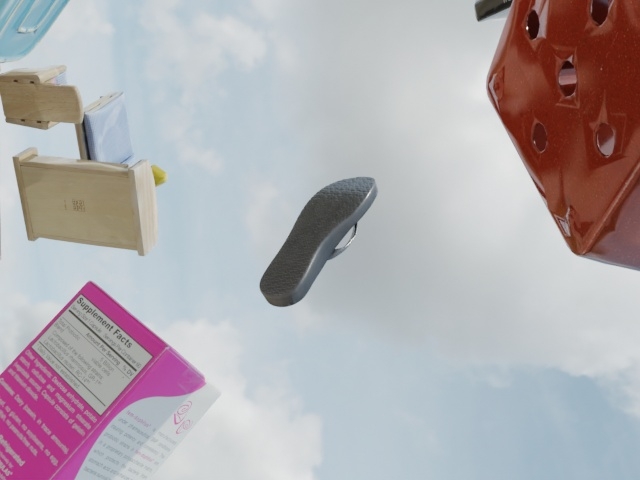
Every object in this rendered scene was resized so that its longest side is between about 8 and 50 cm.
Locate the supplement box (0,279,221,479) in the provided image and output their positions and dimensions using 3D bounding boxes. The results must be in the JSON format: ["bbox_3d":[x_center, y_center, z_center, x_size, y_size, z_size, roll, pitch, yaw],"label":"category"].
[{"bbox_3d":[-0.204,0.161,0.618,0.114,0.220,0.111,33,-16,31],"label":"supplement box"}]

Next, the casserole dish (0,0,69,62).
[{"bbox_3d":[-0.172,-0.177,0.473,0.188,0.037,0.114,-51,-170,11],"label":"casserole dish"}]

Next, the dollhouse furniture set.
[{"bbox_3d":[-0.311,-0.155,1.213,0.198,0.303,0.286,7,-63,14],"label":"dollhouse furniture set"}]

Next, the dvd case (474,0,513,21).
[{"bbox_3d":[0.294,-0.267,0.777,0.238,0.179,0.030,-175,-103,-72],"label":"dvd case"}]

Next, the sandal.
[{"bbox_3d":[-0.001,0.000,1.124,0.097,0.254,0.054,14,-34,41],"label":"sandal"}]

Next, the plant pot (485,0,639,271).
[{"bbox_3d":[0.272,-0.122,0.526,0.267,0.235,0.267,98,-22,-54],"label":"plant pot"}]
